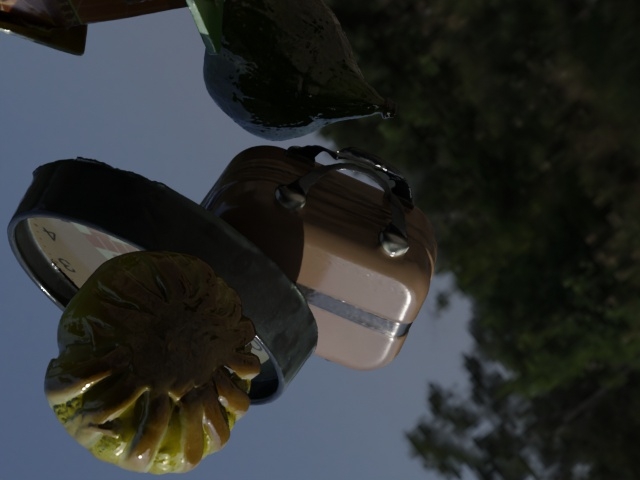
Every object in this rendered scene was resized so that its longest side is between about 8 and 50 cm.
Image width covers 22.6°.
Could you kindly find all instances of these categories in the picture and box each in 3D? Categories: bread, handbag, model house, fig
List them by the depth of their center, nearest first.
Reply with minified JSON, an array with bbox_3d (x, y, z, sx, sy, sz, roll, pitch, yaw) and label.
[{"bbox_3d":[-0.146,0.110,1.472,0.213,0.213,0.105,50,145,-3],"label":"bread"},{"bbox_3d":[-0.288,-0.387,1.739,0.340,0.323,0.300,67,-162,-53],"label":"model house"},{"bbox_3d":[0.000,0.000,1.950,0.302,0.283,0.149,24,-143,-9],"label":"handbag"},{"bbox_3d":[-0.016,-0.212,1.969,0.235,0.203,0.203,21,167,33],"label":"fig"}]

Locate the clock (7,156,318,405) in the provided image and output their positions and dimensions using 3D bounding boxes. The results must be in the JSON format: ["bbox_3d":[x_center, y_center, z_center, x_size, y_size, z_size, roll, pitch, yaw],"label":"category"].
[{"bbox_3d":[-0.186,0.056,1.848,0.386,0.076,0.386,26,155,13],"label":"clock"}]
